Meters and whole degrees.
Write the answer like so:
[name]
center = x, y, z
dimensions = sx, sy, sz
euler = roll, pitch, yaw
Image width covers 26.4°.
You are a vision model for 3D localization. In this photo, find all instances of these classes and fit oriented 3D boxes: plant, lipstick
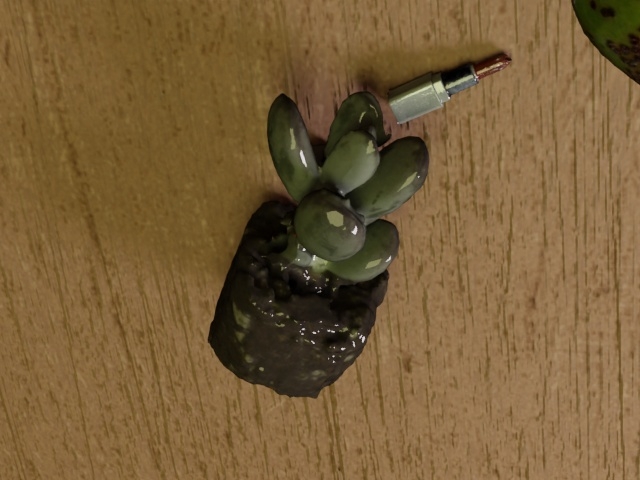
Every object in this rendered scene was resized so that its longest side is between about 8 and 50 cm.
[plant]
center = 0.002, 0.001, 1.168
dimensions = 0.146, 0.149, 0.274
euler = 10, 127, -12
[lipstick]
center = 0.108, -0.130, 1.129
dimensions = 0.107, 0.025, 0.025
euler = -22, 114, 19

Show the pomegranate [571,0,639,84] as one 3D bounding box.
[pomegranate]
center = 0.273, -0.195, 0.926
dimensions = 0.202, 0.248, 0.202
euler = 1, 95, 7
